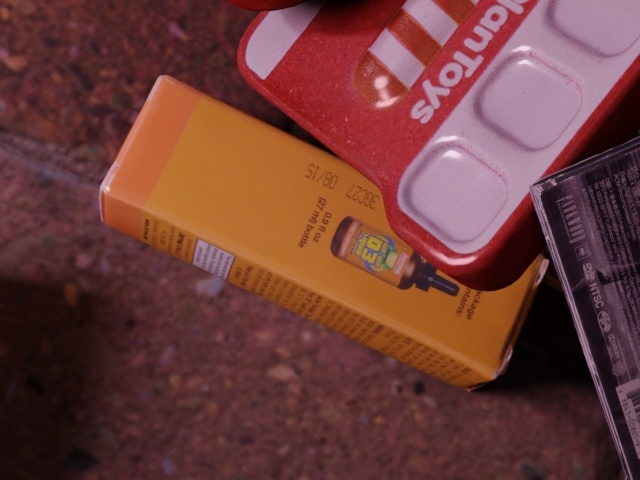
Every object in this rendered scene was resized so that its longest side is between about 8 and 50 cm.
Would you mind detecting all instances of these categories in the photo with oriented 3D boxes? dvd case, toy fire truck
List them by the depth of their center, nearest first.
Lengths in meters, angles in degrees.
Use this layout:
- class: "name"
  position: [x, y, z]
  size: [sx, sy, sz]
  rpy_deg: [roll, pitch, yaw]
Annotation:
- class: "dvd case"
  position: [0.220, 0.003, 0.653]
  size: [0.221, 0.018, 0.164]
  rpy_deg: [-23, 112, -3]
- class: "toy fire truck"
  position: [0.098, -0.150, 0.710]
  size: [0.302, 0.169, 0.254]
  rpy_deg: [-50, 53, 3]

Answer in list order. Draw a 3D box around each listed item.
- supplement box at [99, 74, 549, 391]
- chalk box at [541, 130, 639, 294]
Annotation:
- class: "supplement box"
  position: [0.000, 0.000, 0.776]
  size: [0.233, 0.080, 0.078]
  rpy_deg: [25, 73, 0]
- class: "chalk box"
  position: [0.200, -0.042, 0.748]
  size: [0.132, 0.213, 0.132]
  rpy_deg: [29, 73, -2]
